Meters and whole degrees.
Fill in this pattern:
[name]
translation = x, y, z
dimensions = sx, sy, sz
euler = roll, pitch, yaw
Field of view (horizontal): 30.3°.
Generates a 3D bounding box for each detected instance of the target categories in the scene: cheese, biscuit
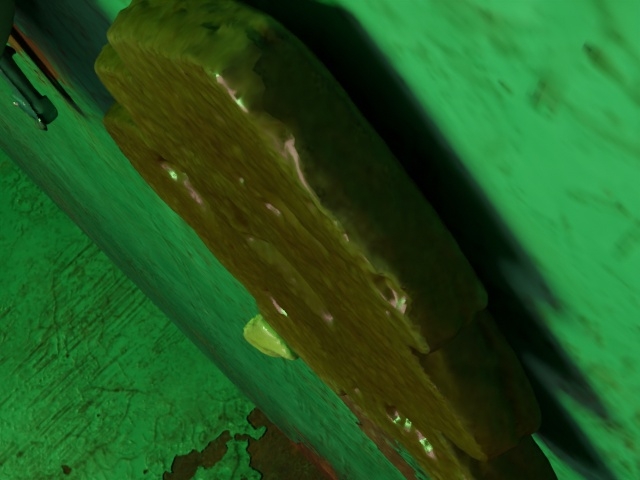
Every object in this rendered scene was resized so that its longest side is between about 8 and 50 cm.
[cheese]
translation = -0.034, 0.073, 0.899
dimensions = 0.044, 0.030, 0.083
euler = 52, 164, 0
[biscuit]
translation = 0.001, -0.001, 0.454
dimensions = 0.278, 0.043, 0.301
euler = 46, 168, 13

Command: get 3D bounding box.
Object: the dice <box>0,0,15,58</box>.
[dice]
translation = -0.332, -0.117, 0.636
dimensions = 0.243, 0.251, 0.259
euler = 37, 160, 1

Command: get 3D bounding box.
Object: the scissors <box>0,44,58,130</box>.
[scissors]
translation = -0.290, -0.217, 0.800
dimensions = 0.180, 0.032, 0.393
euler = 33, 163, 47
